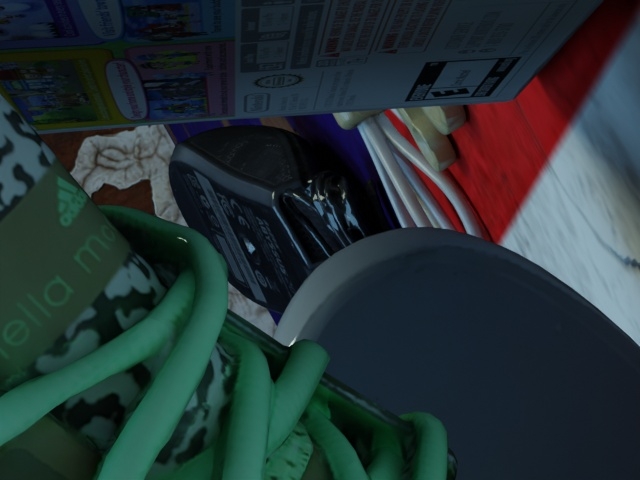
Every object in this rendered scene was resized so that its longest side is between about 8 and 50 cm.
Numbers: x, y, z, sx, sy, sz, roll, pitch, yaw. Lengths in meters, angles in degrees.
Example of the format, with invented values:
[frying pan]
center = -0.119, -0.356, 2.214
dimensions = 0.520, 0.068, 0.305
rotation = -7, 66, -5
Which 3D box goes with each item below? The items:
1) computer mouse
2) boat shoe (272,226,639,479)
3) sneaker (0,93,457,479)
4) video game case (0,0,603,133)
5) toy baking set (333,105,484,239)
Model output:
[computer mouse]
center = 0.000, 0.000, 0.989
dimensions = 0.272, 0.072, 0.188
rotation = 30, 149, 55
[boat shoe]
center = 0.099, 0.144, 0.541
dimensions = 0.367, 0.136, 0.156
rotation = 52, 180, -13
[sneaker]
center = -0.049, 0.056, 0.336
dimensions = 0.158, 0.410, 0.182
rotation = -82, -1, -58
[video game case]
center = -0.034, -0.054, 0.378
dimensions = 0.212, 0.193, 0.023
rotation = 118, 148, -84
[toy baking set]
center = 0.008, -0.072, 0.693
dimensions = 0.197, 0.030, 0.256
rotation = 57, 173, 35
